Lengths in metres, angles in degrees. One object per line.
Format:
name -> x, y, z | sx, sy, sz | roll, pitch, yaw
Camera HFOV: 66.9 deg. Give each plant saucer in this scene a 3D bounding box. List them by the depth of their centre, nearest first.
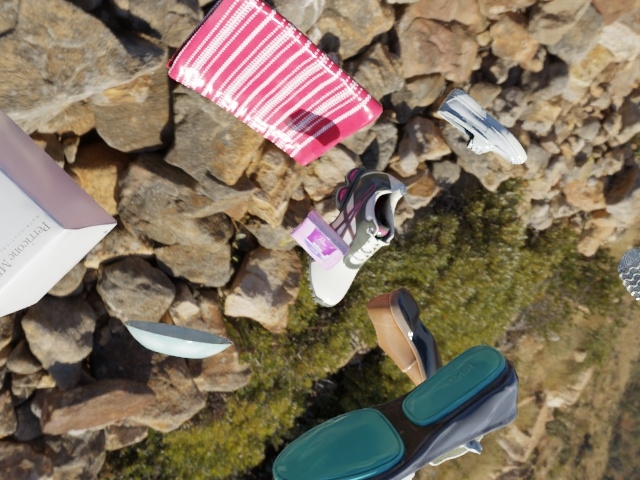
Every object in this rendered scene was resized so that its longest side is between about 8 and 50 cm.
plant saucer -> -0.258, 0.183, 0.878 | 0.195, 0.195, 0.037 | 17, 81, -31

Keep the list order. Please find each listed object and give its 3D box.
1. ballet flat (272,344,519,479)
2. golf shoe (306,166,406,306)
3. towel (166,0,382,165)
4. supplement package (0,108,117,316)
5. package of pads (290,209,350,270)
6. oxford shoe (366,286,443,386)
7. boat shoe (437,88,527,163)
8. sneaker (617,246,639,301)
ballet flat -> 0.065, 0.155, 0.370 | 0.203, 0.074, 0.074 | -26, 115, -9
golf shoe -> 0.061, -0.001, 0.881 | 0.105, 0.120, 0.272 | 18, 91, -42
towel -> -0.066, -0.223, 0.718 | 0.275, 0.199, 0.031 | 30, 53, -32
supplement package -> -0.452, -0.063, 0.615 | 0.177, 0.175, 0.293 | -45, 96, 0
package of pads -> 0.000, 0.000, 0.726 | 0.083, 0.050, 0.032 | 46, 37, 0
oxford shoe -> 0.137, 0.173, 0.761 | 0.076, 0.076, 0.212 | -41, 109, -55
boat shoe -> 0.359, -0.239, 1.093 | 0.227, 0.079, 0.081 | 43, 99, 0
sneaker -> 0.645, 0.136, 0.814 | 0.146, 0.102, 0.293 | -2, 61, -27
